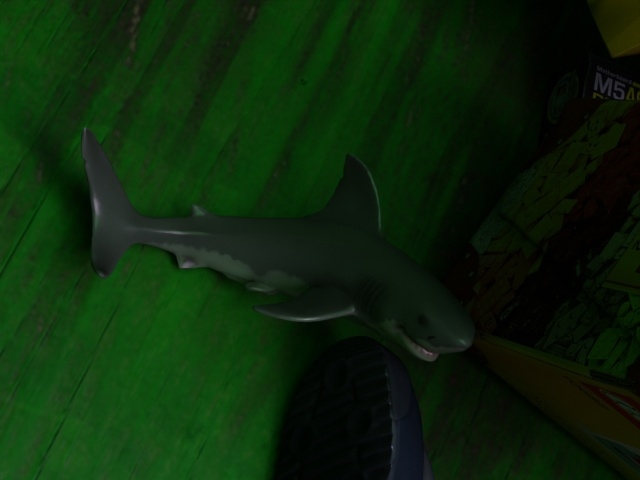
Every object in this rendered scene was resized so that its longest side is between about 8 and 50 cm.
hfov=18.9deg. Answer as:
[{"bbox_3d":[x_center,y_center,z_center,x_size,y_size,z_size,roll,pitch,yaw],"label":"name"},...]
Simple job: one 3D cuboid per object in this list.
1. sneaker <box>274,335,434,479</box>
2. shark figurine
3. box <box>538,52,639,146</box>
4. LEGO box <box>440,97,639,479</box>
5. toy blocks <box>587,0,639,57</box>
[{"bbox_3d":[0.048,0.226,1.276,0.131,0.112,0.319,18,65,-44],"label":"sneaker"},{"bbox_3d":[-0.020,-0.009,1.290,0.278,0.166,0.116,17,98,5],"label":"shark figurine"},{"bbox_3d":[0.287,0.004,1.475,0.270,0.060,0.216,20,66,-21],"label":"box"},{"bbox_3d":[0.360,0.134,1.242,0.500,0.372,0.193,39,82,-18],"label":"LEGO box"},{"bbox_3d":[0.298,-0.226,1.413,0.261,0.191,0.381,22,46,-65],"label":"toy blocks"}]
